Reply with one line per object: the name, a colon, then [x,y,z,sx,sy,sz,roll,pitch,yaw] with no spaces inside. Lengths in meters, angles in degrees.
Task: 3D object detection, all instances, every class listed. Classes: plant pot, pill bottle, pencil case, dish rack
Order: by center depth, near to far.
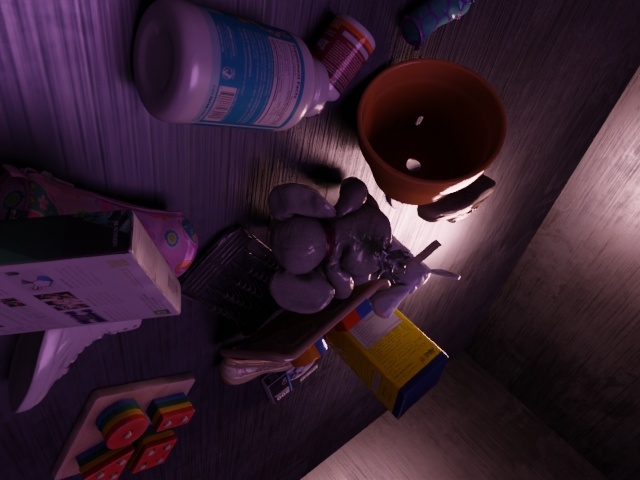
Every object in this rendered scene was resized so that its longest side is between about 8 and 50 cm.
pill bottle: [-0.108,-0.232,0.632,0.264,0.146,0.146,-9,132,-46]
pencil case: [-0.316,-0.014,0.646,0.124,0.124,0.284,-54,147,11]
pill bottle: [0.017,-0.298,0.769,0.152,0.086,0.086,-53,149,7]
pencil case: [0.229,-0.445,0.886,0.151,0.064,0.070,-38,123,-14]
plant pot: [0.219,-0.206,0.964,0.291,0.291,0.203,-41,164,-12]
dish rack: [-0.168,0.091,0.988,0.208,0.074,0.271,-47,149,-2]

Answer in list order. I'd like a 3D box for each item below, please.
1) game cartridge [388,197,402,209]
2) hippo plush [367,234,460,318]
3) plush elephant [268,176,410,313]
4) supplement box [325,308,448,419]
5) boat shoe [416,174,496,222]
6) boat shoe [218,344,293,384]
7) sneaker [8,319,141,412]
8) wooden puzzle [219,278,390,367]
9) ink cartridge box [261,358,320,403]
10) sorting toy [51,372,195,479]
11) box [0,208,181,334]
game cartridge: [0.219,-0.122,1.283,0.056,0.017,0.083,-48,149,-6]
hippo plush: [0.210,0.082,1.373,0.294,0.234,0.236,-30,178,-1]
plush elephant: [0.000,0.000,0.927,0.255,0.330,0.272,7,101,-16]
supplement box: [0.200,0.350,1.453,0.194,0.356,0.195,-31,145,-24]
boat shoe: [0.438,-0.114,1.450,0.355,0.132,0.130,-22,140,-34]
boat shoe: [-0.139,0.305,1.231,0.285,0.104,0.089,-17,140,-39]
sneaker: [-0.396,0.163,0.755,0.169,0.108,0.293,12,114,-52]
wooden puzzle: [-0.033,0.208,1.082,0.347,0.081,0.322,-29,-174,-34]
ink cartridge box: [-0.092,0.458,1.518,0.206,0.045,0.208,-35,148,-21]
sorting toy: [-0.436,0.450,1.042,0.255,0.089,0.257,9,119,-54]
box: [-0.353,0.051,0.535,0.321,0.059,0.232,-7,156,-8]
